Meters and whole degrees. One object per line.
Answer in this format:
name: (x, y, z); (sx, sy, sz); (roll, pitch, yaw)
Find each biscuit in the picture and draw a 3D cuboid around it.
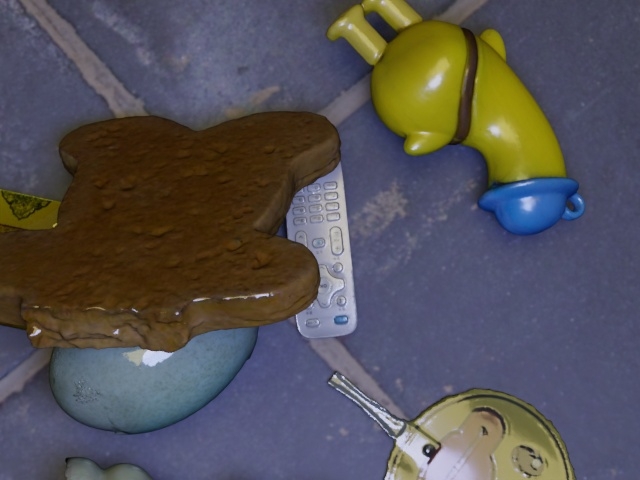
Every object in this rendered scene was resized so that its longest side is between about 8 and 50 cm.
biscuit: (-0.170, -0.015, 1.182); (0.368, 0.076, 0.394); (-2, 34, 8)

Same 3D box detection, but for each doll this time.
doll: (0.175, -0.157, 1.312); (0.363, 0.145, 0.199); (45, 73, 2)

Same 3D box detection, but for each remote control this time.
remote control: (0.000, 0.000, 1.314); (0.073, 0.044, 0.229); (-7, 81, 8)

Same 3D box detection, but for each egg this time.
egg: (-0.178, 0.113, 1.210); (0.236, 0.169, 0.169); (-33, 79, -12)

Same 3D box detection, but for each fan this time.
fan: (0.146, 0.255, 1.267); (0.335, 0.011, 0.229); (38, 77, 6)

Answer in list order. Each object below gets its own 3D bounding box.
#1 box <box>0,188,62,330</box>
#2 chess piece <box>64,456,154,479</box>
box: (-0.376, 0.017, 1.298); (0.279, 0.041, 0.153); (12, 74, 2)
chess piece: (-0.109, 0.324, 1.172); (0.330, 0.182, 0.182); (4, 75, -7)
